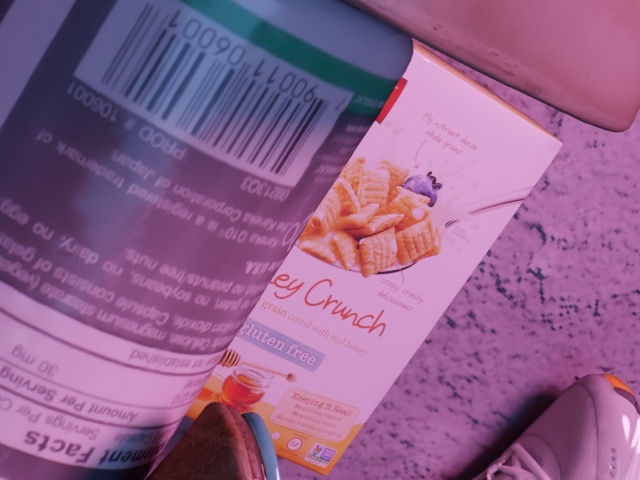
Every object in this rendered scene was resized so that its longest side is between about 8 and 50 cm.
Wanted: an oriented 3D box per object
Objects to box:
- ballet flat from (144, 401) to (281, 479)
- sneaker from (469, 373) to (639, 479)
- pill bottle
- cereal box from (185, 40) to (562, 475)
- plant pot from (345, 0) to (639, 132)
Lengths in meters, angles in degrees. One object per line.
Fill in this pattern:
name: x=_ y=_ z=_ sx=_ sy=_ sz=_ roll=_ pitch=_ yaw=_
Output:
ballet flat: x=-0.081 y=0.214 z=0.794 sx=0.124 sy=0.116 sz=0.342 roll=-7 pitch=136 yaw=-9
sneaker: x=0.098 y=0.187 z=1.028 sx=0.121 sy=0.099 sz=0.262 roll=26 pitch=103 yaw=-26
pill bottle: x=-0.132 y=0.003 z=0.772 sx=0.204 sy=0.204 sz=0.361 roll=26 pitch=104 yaw=-31
cereal box: x=0.000 y=0.000 z=0.916 sx=0.173 sy=0.047 sz=0.240 roll=27 pitch=104 yaw=-31
plant pot: x=0.056 y=-0.240 z=0.655 sx=0.323 sy=0.323 sz=0.280 roll=24 pitch=103 yaw=-30
